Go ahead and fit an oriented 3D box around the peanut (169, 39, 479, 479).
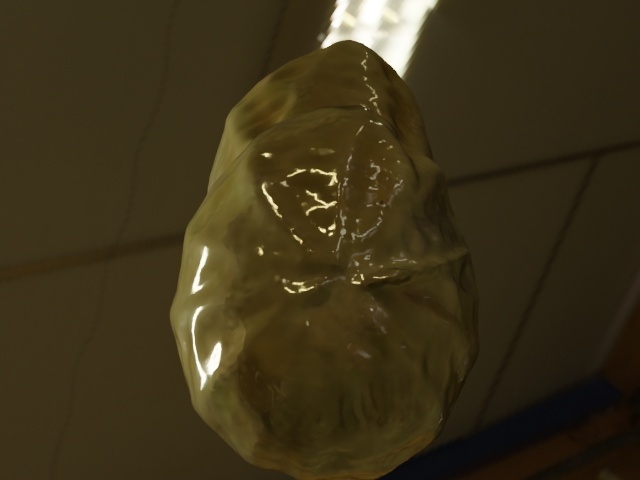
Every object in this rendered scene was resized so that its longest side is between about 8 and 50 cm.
[{"bbox_3d":[0.000,0.006,0.757,0.158,0.340,0.174,-19,-71,4],"label":"peanut"}]
